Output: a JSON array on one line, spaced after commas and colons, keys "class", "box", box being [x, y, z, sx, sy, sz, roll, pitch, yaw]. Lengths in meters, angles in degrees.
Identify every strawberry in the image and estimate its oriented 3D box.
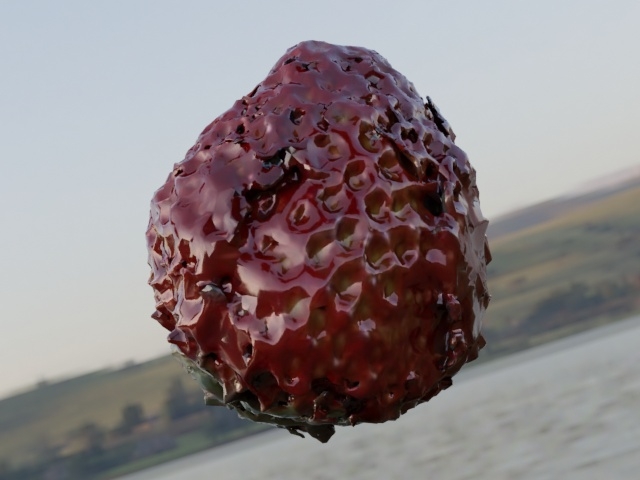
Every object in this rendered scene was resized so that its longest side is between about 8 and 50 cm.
[{"class": "strawberry", "box": [0.000, 0.000, 0.417, 0.083, 0.096, 0.083, 2, -21, 1]}]
